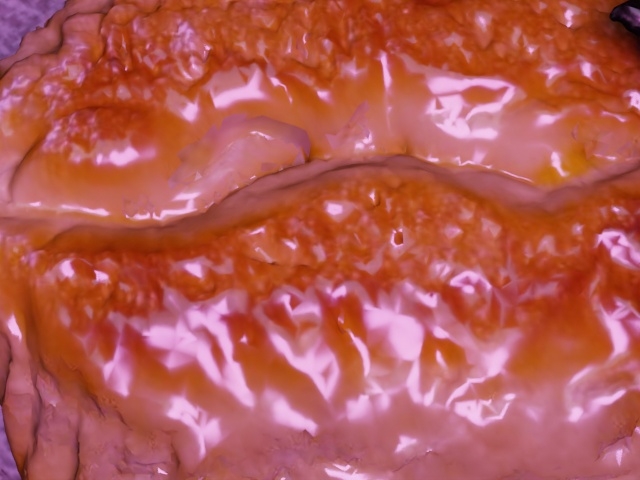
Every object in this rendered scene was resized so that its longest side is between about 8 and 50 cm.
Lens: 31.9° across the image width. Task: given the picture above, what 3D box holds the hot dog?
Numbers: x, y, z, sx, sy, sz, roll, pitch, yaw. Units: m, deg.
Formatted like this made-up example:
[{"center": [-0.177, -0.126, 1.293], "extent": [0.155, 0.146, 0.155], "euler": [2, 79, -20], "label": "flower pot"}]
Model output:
[{"center": [0.000, 0.000, 0.595], "extent": [0.365, 0.196, 0.367], "euler": [-5, 65, -10], "label": "hot dog"}]

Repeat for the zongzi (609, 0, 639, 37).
[{"center": [0.323, -0.107, 0.600], "extent": [0.362, 0.383, 0.319], "euler": [-16, 64, 3], "label": "zongzi"}]
